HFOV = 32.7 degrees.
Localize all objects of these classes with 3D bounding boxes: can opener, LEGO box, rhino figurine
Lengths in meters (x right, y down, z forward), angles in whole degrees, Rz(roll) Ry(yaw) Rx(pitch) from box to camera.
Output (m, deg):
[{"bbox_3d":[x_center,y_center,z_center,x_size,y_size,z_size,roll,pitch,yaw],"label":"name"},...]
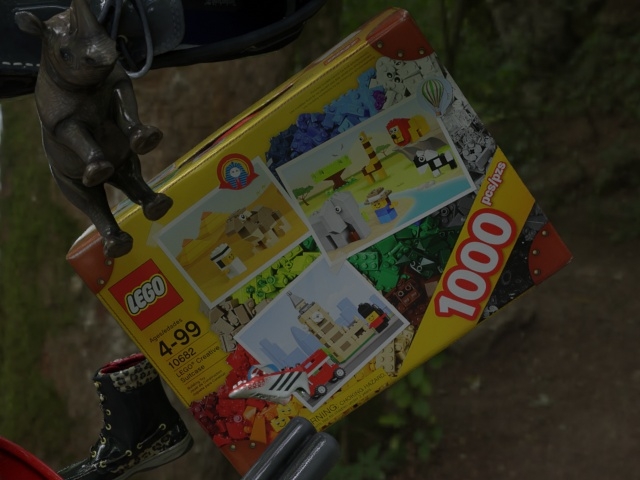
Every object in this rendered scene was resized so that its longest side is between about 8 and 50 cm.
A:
[{"bbox_3d":[-0.079,0.326,1.183,0.076,0.095,0.283,27,68,38],"label":"can opener"},{"bbox_3d":[0.000,0.000,1.398,0.500,0.372,0.193,-36,12,6],"label":"LEGO box"},{"bbox_3d":[-0.164,-0.092,0.778,0.073,0.243,0.106,-29,65,-19],"label":"rhino figurine"}]

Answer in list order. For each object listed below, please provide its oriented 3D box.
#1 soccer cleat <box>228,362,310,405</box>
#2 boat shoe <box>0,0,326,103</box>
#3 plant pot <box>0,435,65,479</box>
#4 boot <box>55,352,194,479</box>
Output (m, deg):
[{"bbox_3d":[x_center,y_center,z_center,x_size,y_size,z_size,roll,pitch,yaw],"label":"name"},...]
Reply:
[{"bbox_3d":[-0.047,0.142,1.038,0.083,0.036,0.029,-12,-17,-32],"label":"soccer cleat"},{"bbox_3d":[-0.197,-0.231,0.989,0.500,0.187,0.156,-11,3,-37],"label":"boat shoe"},{"bbox_3d":[-0.349,0.317,1.131,0.191,0.174,0.191,41,-1,1],"label":"plant pot"},{"bbox_3d":[-0.335,0.288,1.703,0.236,0.179,0.085,-20,18,-9],"label":"boot"}]
